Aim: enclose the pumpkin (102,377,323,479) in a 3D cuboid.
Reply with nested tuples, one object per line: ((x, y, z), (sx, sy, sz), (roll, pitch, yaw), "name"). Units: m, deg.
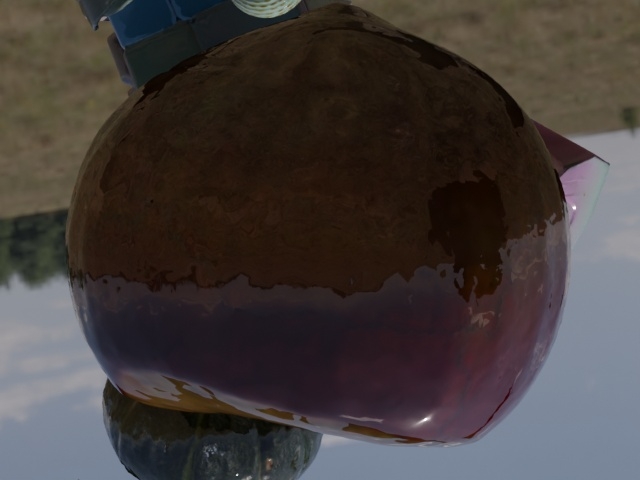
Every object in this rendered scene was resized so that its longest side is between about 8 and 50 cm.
((-0.100, 0.156, 1.373), (0.224, 0.157, 0.223), (7, -149, -4), "pumpkin")

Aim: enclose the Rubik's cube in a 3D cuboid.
((-0.154, -0.351, 2.148), (0.387, 0.358, 0.368), (-20, 172, 2), "Rubik's cube")

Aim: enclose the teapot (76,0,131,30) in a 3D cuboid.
((-0.258, -0.348, 1.463), (0.203, 0.225, 0.171), (-42, -171, 30), "teapot")

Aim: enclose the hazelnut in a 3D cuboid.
((0.000, 0.000, 1.172), (0.409, 0.359, 0.359), (15, -175, 6), "hazelnut")

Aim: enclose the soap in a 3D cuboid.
((0.229, 0.006, 1.830), (0.109, 0.323, 0.193), (33, -173, 37), "soap")

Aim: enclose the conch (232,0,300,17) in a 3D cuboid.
((-0.062, -0.332, 1.645), (0.102, 0.135, 0.153), (-23, 169, -24), "conch")

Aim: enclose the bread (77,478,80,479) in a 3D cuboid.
((-0.317, 0.453, 1.857), (0.246, 0.111, 0.239), (12, -137, 45), "bread")
